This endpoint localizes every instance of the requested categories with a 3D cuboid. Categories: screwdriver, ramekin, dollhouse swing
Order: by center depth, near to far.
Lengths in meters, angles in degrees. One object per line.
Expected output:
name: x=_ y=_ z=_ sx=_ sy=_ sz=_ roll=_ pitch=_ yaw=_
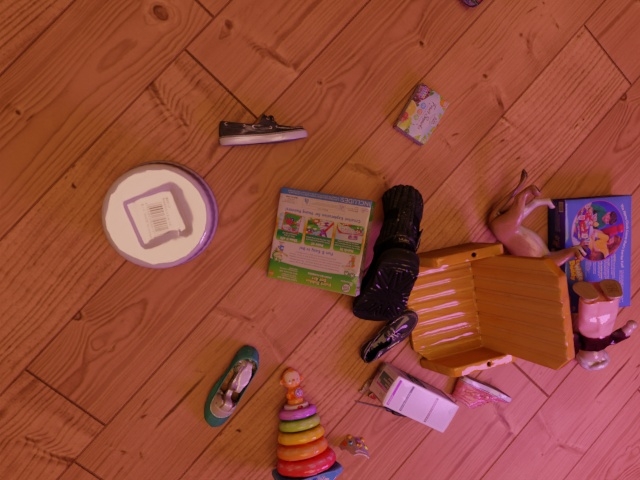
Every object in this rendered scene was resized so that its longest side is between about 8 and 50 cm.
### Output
ramekin: x=-0.393 y=-0.061 z=1.156 sx=0.278 sy=0.135 sz=0.276 roll=-1 pitch=96 yaw=-11
dollhouse swing: x=0.434 y=0.203 z=1.270 sx=0.316 sy=0.305 sz=0.346 roll=-11 pitch=99 yaw=-11
screwdriver: x=0.181 y=0.494 z=1.395 sx=0.170 sy=0.025 sz=0.024 roll=17 pitch=93 yaw=-4

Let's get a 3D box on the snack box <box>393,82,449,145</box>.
snack box: x=0.281 y=-0.351 z=1.317 sx=0.100 sy=0.037 sz=0.141 roll=30 pitch=89 yaw=-14

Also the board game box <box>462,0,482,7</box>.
board game box: x=0.388 y=-0.741 z=1.290 sx=0.194 sy=0.060 sz=0.194 roll=-45 pitch=102 yaw=-3

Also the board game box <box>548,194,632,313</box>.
board game box: x=0.827 y=0.039 z=1.450 sx=0.234 sy=0.078 sz=0.346 roll=-4 pitch=97 yaw=-11

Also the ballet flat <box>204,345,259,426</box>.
ballet flat: x=-0.240 y=0.399 z=1.258 sx=0.083 sy=0.087 sz=0.247 roll=29 pitch=90 yaw=-13

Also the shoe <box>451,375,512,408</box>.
shoe: x=0.487 y=0.474 z=1.433 sx=0.178 sy=0.063 sz=0.081 roll=24 pitch=92 yaw=-8

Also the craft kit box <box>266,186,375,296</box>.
craft kit box: x=0.000 y=0.000 z=1.231 sx=0.250 sy=0.061 sz=0.246 roll=11 pitch=91 yaw=16

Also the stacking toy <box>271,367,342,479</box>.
stacking toy: x=-0.057 y=0.502 z=1.292 sx=0.175 sy=0.166 sz=0.301 roll=-7 pitch=82 yaw=-20

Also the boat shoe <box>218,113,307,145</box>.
boat shoe: x=-0.149 y=-0.288 z=1.218 sx=0.229 sy=0.080 sz=0.075 roll=-6 pitch=98 yaw=-4

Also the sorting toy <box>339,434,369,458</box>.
sorting toy: x=0.108 y=0.602 z=1.357 sx=0.083 sy=0.075 sz=0.044 roll=18 pitch=92 yaw=-13

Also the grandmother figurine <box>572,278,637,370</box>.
grandmother figurine: x=0.824 y=0.265 z=1.407 sx=0.208 sy=0.104 sz=0.342 roll=-1 pitch=128 yaw=19

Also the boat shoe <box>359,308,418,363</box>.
boat shoe: x=0.197 y=0.275 z=1.329 sx=0.206 sy=0.065 sz=0.075 roll=-41 pitch=93 yaw=7

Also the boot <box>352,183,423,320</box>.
boot: x=0.188 y=0.044 z=1.281 sx=0.131 sy=0.347 sz=0.260 roll=14 pitch=50 yaw=-7

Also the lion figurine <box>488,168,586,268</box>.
lion figurine: x=0.596 y=0.013 z=1.373 sx=0.240 sy=0.142 sz=0.391 roll=-32 pitch=85 yaw=34

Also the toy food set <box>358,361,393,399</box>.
toy food set: x=0.179 y=0.421 z=1.382 sx=0.078 sy=0.019 sz=0.122 roll=44 pitch=86 yaw=-12

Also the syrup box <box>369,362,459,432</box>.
syrup box: x=0.267 y=0.450 z=1.351 sx=0.237 sy=0.093 sz=0.096 roll=32 pitch=89 yaw=-21
